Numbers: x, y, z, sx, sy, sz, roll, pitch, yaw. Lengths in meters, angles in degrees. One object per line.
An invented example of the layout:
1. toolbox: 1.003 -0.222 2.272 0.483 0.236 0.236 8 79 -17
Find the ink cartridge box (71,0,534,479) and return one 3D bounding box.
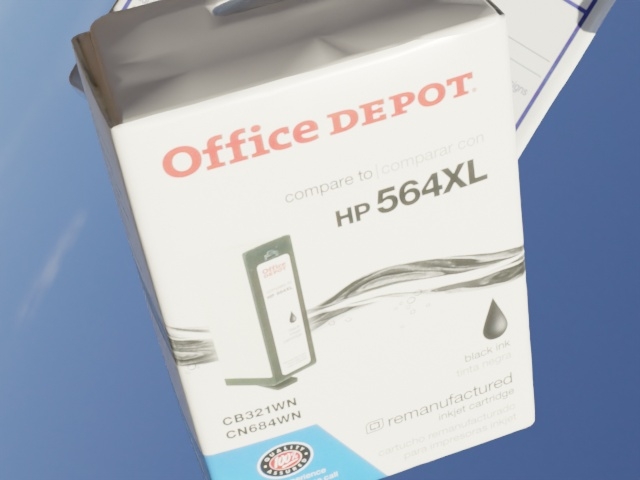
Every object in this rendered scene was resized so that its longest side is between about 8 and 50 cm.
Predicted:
1. ink cartridge box: 0.000 0.000 0.522 0.086 0.148 0.203 -119 -166 -52

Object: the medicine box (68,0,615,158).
1. medicine box: 0.029 -0.148 0.853 0.289 0.263 0.149 -58 -179 -1
